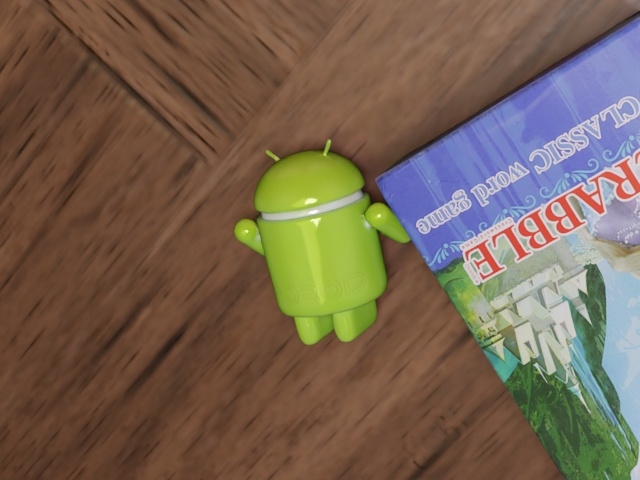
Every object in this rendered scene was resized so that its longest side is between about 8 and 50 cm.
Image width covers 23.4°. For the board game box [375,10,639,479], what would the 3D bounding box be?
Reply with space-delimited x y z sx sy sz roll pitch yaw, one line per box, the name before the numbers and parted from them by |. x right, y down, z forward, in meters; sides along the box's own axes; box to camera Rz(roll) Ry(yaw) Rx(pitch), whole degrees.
board game box | 0.243 0.018 0.807 0.319 0.066 0.318 -32 93 26

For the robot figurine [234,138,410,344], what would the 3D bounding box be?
robot figurine | 0.000 0.000 0.890 0.101 0.067 0.115 -7 103 30
